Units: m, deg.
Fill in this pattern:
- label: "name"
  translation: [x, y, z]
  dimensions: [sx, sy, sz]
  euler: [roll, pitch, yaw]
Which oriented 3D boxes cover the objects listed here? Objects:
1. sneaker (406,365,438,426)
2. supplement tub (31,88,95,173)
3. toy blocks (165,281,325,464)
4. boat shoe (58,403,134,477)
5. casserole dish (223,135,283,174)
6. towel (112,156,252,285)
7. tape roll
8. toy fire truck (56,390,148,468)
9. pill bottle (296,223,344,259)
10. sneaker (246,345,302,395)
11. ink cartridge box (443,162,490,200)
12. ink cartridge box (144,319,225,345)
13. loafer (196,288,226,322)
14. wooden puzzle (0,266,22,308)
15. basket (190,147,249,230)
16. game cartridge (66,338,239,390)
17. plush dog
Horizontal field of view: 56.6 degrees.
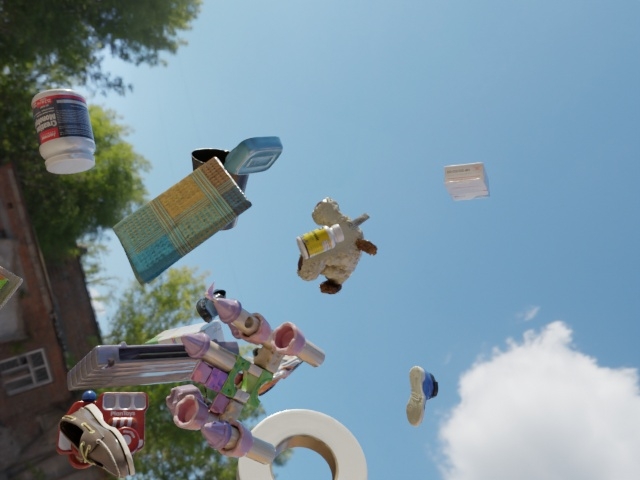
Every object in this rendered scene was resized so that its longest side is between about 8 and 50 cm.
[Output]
- label: "sneaker"
  translation: [0.268, 0.409, 1.536]
  dimensions: [0.058, 0.085, 0.152]
  euler: [-25, -132, 41]
- label: "supplement tub"
  translation: [-0.941, -0.399, 2.185]
  dimensions: [0.191, 0.191, 0.272]
  euler: [-27, -105, 59]
- label: "toy blocks"
  translation: [-0.214, 0.262, 1.232]
  dimensions: [0.309, 0.288, 0.260]
  euler: [13, -21, 46]
- label: "boat shoe"
  translation: [-0.590, 0.536, 1.562]
  dimensions: [0.324, 0.097, 0.116]
  euler: [20, -64, 46]
- label: "casserole dish"
  translation: [-0.161, -0.209, 1.489]
  dimensions: [0.037, 0.188, 0.114]
  euler: [50, -59, 14]
- label: "towel"
  translation: [-0.393, -0.062, 1.679]
  dimensions: [0.271, 0.370, 0.040]
  euler: [51, -6, 41]
- label: "tape roll"
  translation: [-0.054, 0.688, 1.766]
  dimensions: [0.392, 0.392, 0.072]
  euler: [51, -37, 34]
- label: "toy fire truck"
  translation: [-0.778, 0.668, 2.135]
  dimensions: [0.169, 0.302, 0.253]
  euler: [123, -34, -48]
- label: "pill bottle"
  translation: [0.000, 0.000, 1.557]
  dimensions: [0.065, 0.116, 0.065]
  euler: [158, -90, -79]
- label: "sneaker"
  translation: [-0.132, 0.346, 1.736]
  dimensions: [0.121, 0.262, 0.099]
  euler: [47, -66, 13]
- label: "ink cartridge box"
  translation: [0.397, -0.163, 1.612]
  dimensions: [0.104, 0.181, 0.061]
  euler: [-4, -103, 20]
- label: "ink cartridge box"
  translation: [-0.442, 0.339, 1.965]
  dimensions: [0.154, 0.213, 0.093]
  euler: [-32, 107, -78]
- label: "loafer"
  translation: [-0.348, 0.204, 1.921]
  dimensions: [0.076, 0.078, 0.223]
  euler: [56, 4, -10]
- label: "wooden puzzle"
  translation: [-1.082, 0.139, 1.821]
  dimensions: [0.239, 0.221, 0.044]
  euler: [32, -41, -12]
- label: "basket"
  translation: [-0.326, -0.159, 1.910]
  dimensions: [0.204, 0.154, 0.226]
  euler: [19, -62, 17]
- label: "game cartridge"
  translation: [-0.407, 0.302, 1.455]
  dimensions: [0.230, 0.355, 0.068]
  euler: [-30, -117, 46]
- label: "plush dog"
  translation: [0.056, 0.036, 1.737]
  dimensions: [0.225, 0.211, 0.262]
  euler: [91, 13, -66]
